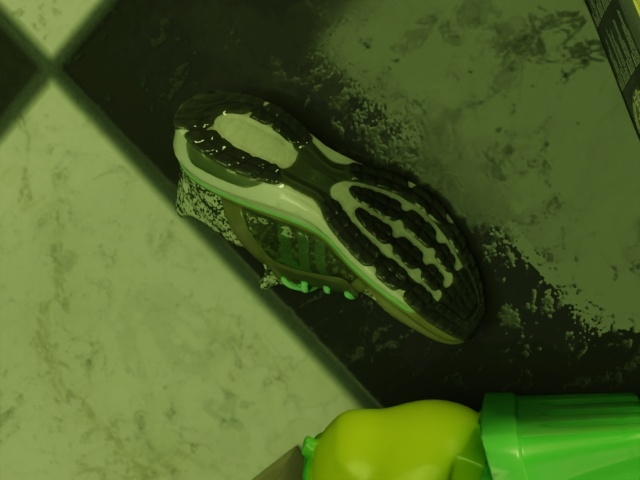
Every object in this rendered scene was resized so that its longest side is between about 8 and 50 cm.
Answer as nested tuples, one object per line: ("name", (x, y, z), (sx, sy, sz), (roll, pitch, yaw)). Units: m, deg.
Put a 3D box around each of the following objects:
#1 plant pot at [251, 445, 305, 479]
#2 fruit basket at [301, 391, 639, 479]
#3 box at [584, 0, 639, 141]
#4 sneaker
("plant pot", (-0.046, 0.320, 2.118), (0.109, 0.109, 0.096), (-40, 96, 19))
("fruit basket", (0.176, 0.280, 1.888), (0.392, 0.392, 0.282), (-16, 91, 21))
("box", (0.433, -0.215, 1.758), (0.318, 0.097, 0.394), (-16, 73, -12))
("sneaker", (0.000, 0.000, 2.069), (0.410, 0.158, 0.182), (36, 137, 11))
